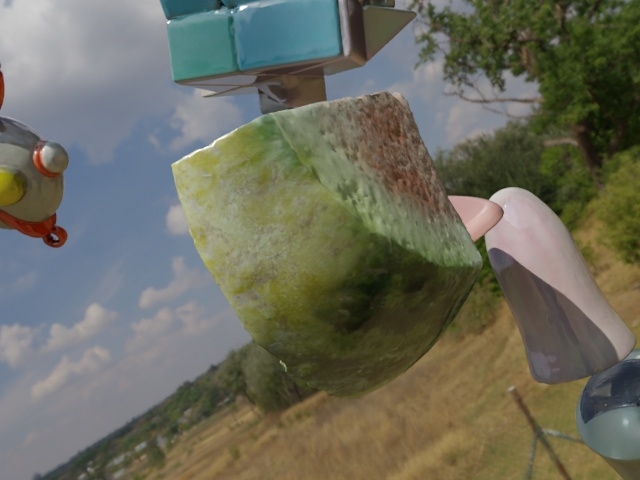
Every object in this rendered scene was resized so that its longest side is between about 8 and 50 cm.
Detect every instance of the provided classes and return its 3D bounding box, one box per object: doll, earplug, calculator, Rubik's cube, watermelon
[{"bbox_3d":[-0.393,-0.116,0.737,0.199,0.337,0.105,-18,34,18],"label":"doll"},{"bbox_3d":[0.354,0.054,1.066,0.172,0.301,0.172,-26,5,2],"label":"earplug"},{"bbox_3d":[0.117,0.004,0.933,0.220,0.048,0.329,-35,12,-15],"label":"calculator"},{"bbox_3d":[-0.056,-0.382,1.027,0.386,0.359,0.368,-3,7,14],"label":"Rubik's cube"},{"bbox_3d":[0.000,0.000,0.572,0.193,0.310,0.232,-26,36,38],"label":"watermelon"}]

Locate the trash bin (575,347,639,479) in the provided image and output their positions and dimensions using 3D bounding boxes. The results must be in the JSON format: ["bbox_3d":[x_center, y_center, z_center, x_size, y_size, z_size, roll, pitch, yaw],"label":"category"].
[{"bbox_3d":[0.743,0.426,1.407,0.280,0.432,0.280,-38,19,16],"label":"trash bin"}]
